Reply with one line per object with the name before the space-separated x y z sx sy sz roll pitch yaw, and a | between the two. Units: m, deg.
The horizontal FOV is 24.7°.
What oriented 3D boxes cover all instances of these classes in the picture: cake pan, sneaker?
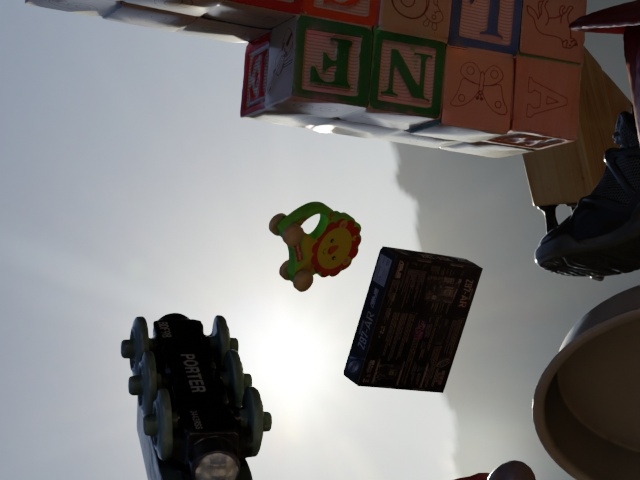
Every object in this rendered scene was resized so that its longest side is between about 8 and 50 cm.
cake pan | 0.334 0.134 1.284 0.054 0.293 0.293 -82 -27 -45
sneaker | 0.294 -0.046 1.402 0.087 0.227 0.130 16 -120 -26

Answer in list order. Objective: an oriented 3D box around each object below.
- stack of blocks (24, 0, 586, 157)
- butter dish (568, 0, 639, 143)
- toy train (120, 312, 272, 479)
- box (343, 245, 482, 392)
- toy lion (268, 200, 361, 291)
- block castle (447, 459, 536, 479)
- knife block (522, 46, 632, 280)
stack of blocks | -0.002 -0.152 0.794 0.087 0.297 0.171 172 104 -66
butter dish | 0.194 -0.041 0.569 0.160 0.160 0.118 -161 72 -74
toy train | -0.149 0.212 1.649 0.334 0.142 0.190 -122 35 -62
box | 0.055 0.048 0.875 0.018 0.067 0.083 33 111 54
toy lion | 0.000 0.000 1.497 0.034 0.096 0.100 36 149 42
block castle | 0.287 0.285 0.838 0.453 0.303 0.213 47 142 37
knife block | 0.304 -0.093 1.794 0.275 0.088 0.242 38 -123 -45
